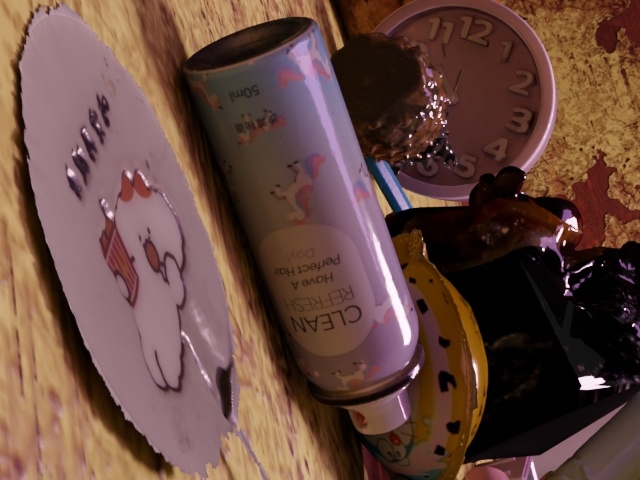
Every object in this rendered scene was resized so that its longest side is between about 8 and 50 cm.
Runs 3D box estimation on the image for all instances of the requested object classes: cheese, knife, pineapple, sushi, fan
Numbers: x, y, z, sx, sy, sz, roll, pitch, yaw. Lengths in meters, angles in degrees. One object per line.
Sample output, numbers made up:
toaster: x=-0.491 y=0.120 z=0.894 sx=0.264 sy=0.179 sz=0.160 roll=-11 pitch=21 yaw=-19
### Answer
cheese: x=0.059 y=0.120 z=0.799 sx=0.156 sy=0.064 sz=0.250 roll=163 pitch=-78 yaw=-67
knife: x=0.081 y=-0.018 z=1.226 sx=0.296 sy=0.026 sz=0.044 roll=58 pitch=20 yaw=-21
pineapple: x=0.070 y=-0.109 z=1.138 sx=0.197 sy=0.108 sz=0.108 roll=30 pitch=44 yaw=-67
sushi: x=0.137 y=0.056 z=1.015 sx=0.227 sy=0.215 sz=0.212 roll=-7 pitch=66 yaw=-49
fan: x=-0.046 y=0.058 z=0.536 sx=0.191 sy=0.009 sz=0.329 roll=-90 pitch=159 yaw=-61

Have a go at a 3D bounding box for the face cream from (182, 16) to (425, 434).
face cream: x=0.000 y=0.000 z=0.699 sx=0.075 sy=0.075 sz=0.229 roll=-83 pitch=154 yaw=-66

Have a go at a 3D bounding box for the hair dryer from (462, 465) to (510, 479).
hair dryer: x=0.181 y=0.313 z=1.133 sx=0.352 sy=0.125 sz=0.210 roll=-99 pitch=171 yaw=-69

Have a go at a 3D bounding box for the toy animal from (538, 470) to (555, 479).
toy animal: x=0.323 y=0.385 z=1.592 sx=0.281 sy=0.195 sz=0.169 roll=42 pitch=40 yaw=-43

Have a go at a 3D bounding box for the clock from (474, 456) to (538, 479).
clock: x=0.208 y=0.312 z=1.388 sx=0.197 sy=0.063 sz=0.150 roll=8 pitch=67 yaw=-79

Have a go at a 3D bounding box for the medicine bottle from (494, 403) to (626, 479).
medicine bottle: x=0.393 y=0.210 z=1.761 sx=0.208 sy=0.339 sz=0.208 roll=-15 pitch=90 yaw=-80

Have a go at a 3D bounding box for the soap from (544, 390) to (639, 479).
soap: x=0.185 y=0.252 z=0.860 sx=0.173 sy=0.289 sz=0.095 roll=37 pitch=-25 yaw=35

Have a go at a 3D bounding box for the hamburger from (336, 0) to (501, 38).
hamburger: x=0.096 y=-0.303 z=1.451 sx=0.314 sy=0.170 sz=0.290 roll=-82 pitch=148 yaw=-63

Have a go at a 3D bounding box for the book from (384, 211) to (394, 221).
book: x=0.086 y=0.071 z=1.205 sx=0.232 sy=0.022 sz=0.162 roll=-62 pitch=131 yaw=-75

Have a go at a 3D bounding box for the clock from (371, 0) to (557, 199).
clock: x=0.128 y=-0.137 z=1.265 sx=0.068 sy=0.197 sz=0.197 roll=2 pitch=72 yaw=-79
